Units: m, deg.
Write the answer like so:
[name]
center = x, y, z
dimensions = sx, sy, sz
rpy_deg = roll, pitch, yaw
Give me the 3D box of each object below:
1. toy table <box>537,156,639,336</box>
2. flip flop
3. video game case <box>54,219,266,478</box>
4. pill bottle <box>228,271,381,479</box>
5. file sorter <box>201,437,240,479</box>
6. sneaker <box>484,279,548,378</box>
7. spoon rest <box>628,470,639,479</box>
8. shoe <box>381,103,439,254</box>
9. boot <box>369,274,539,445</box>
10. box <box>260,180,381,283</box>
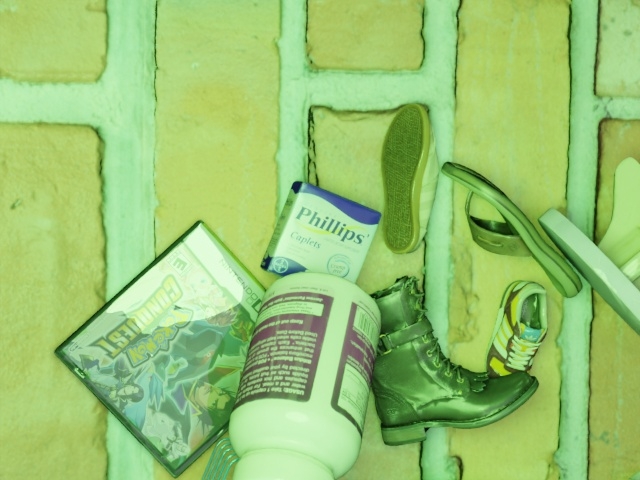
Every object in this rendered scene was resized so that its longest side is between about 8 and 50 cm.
[toy table]
center = 0.464, 0.021, 1.497
dimensions = 0.161, 0.252, 0.274
rpy_deg = -41, 89, 4
[flip flop]
center = 0.271, -0.007, 1.529
dimensions = 0.080, 0.112, 0.277
rpy_deg = -42, 104, 8
[video game case]
center = -0.187, 0.152, 1.478
dimensions = 0.275, 0.035, 0.248
rpy_deg = -43, 99, -6
[pill bottle]
center = -0.023, 0.203, 1.338
dimensions = 0.169, 0.169, 0.301
rpy_deg = 22, 50, -10
[file sorter]
center = -0.098, 0.345, 1.435
dimensions = 0.118, 0.170, 0.104
rpy_deg = 24, 84, -10
[sneaker]
center = 0.290, 0.151, 1.539
dimensions = 0.069, 0.084, 0.186
rpy_deg = 7, 90, -10
[spoon rest]
center = 0.582, 0.358, 1.613
dimensions = 0.276, 0.084, 0.137
rpy_deg = -10, 95, -23
[shoe]
center = 0.131, -0.088, 1.520
dimensions = 0.058, 0.076, 0.219
rpy_deg = 7, 89, -53
[boot]
center = 0.159, 0.158, 1.500
dimensions = 0.263, 0.091, 0.229
rpy_deg = -18, 94, 6
[box]
center = 0.000, 0.000, 1.488
dimensions = 0.126, 0.072, 0.137
rpy_deg = 21, 88, -11
